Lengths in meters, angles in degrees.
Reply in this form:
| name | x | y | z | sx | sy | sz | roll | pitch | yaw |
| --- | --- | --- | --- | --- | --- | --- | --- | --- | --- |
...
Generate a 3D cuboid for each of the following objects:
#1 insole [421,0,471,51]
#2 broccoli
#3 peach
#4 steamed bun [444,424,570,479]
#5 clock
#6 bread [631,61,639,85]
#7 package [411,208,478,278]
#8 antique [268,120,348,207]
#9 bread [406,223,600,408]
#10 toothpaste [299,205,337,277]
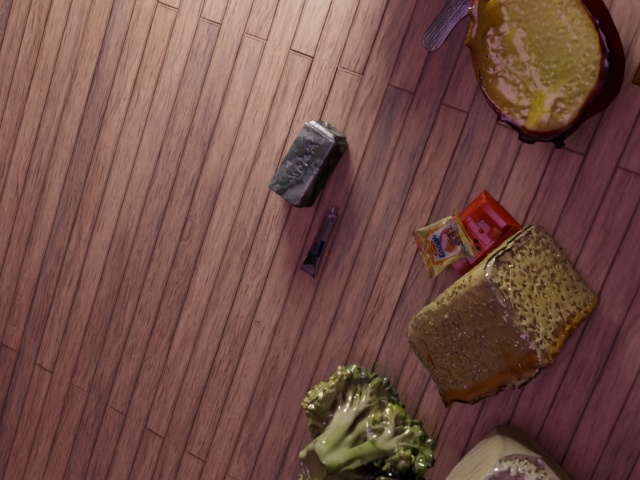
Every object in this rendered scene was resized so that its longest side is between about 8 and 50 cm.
| name | x | y | z | sx | sy | sz | roll | pitch | yaw |
| --- | --- | --- | --- | --- | --- | --- | --- | --- | --- |
| insole | 0.275 | -0.469 | 1.728 | 0.064 | 0.004 | 0.188 | 45 | 109 | 16 |
| broccoli | 0.071 | 0.434 | 1.736 | 0.293 | 0.280 | 0.348 | -1 | 95 | 36 |
| peach | 0.409 | -0.368 | 1.564 | 0.257 | 0.201 | 0.362 | -33 | 92 | 31 |
| steamed bun | 0.373 | 0.542 | 1.639 | 0.272 | 0.273 | 0.290 | 41 | 117 | -1 |
| clock | 0.317 | -0.009 | 1.718 | 0.113 | 0.061 | 0.155 | 47 | 112 | 15 |
| bread | 0.756 | -0.293 | 1.491 | 0.361 | 0.077 | 0.138 | 21 | 103 | 21 |
| package | 0.251 | 0.006 | 1.708 | 0.120 | 0.031 | 0.108 | -30 | 70 | 34 |
| antique | -0.023 | -0.170 | 1.839 | 0.088 | 0.086 | 0.183 | 36 | 107 | 16 |
| bread | 0.360 | 0.156 | 1.682 | 0.248 | 0.279 | 0.315 | 54 | 150 | 3 |
| toothpaste | 0.000 | 0.000 | 1.876 | 0.045 | 0.028 | 0.170 | 31 | 109 | 25 |
